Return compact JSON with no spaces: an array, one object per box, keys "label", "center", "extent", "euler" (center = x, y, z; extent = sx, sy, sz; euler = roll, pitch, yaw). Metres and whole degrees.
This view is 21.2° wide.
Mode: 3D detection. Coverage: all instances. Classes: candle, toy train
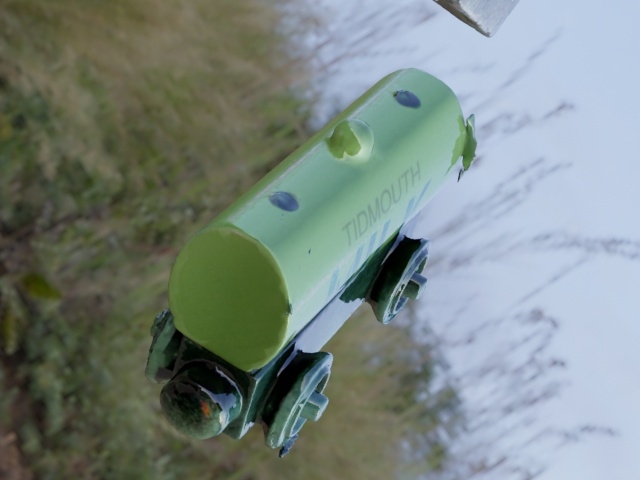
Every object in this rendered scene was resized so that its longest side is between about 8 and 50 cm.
[{"label":"candle","center":[0.101,-0.240,1.445],"extent":[0.192,0.068,0.168],"euler":[32,6,-24]},{"label":"toy train","center":[0.000,0.000,0.927],"extent":[0.105,0.253,0.157],"euler":[30,-52,14]}]
